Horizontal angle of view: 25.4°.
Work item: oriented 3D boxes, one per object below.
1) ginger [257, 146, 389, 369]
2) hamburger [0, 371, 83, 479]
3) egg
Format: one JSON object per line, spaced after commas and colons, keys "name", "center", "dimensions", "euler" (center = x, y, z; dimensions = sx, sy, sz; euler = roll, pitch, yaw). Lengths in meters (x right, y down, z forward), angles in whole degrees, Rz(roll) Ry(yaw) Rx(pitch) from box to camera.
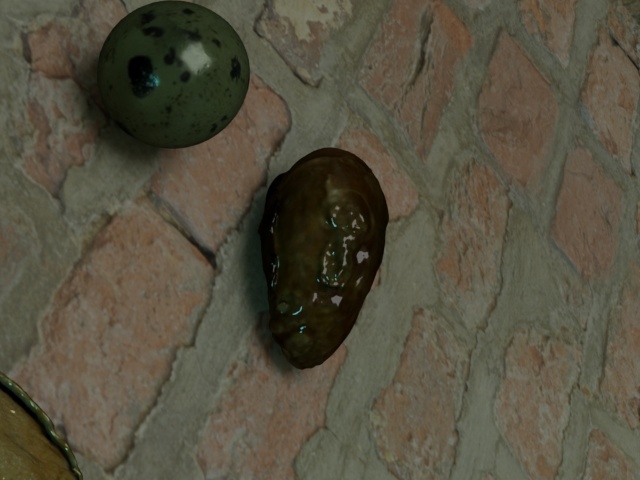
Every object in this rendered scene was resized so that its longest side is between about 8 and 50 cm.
{"name": "ginger", "center": [0.000, 0.000, 1.810], "dimensions": [0.165, 0.172, 0.321], "euler": [12, 51, 1]}
{"name": "hamburger", "center": [-0.326, 0.225, 1.271], "dimensions": [0.286, 0.146, 0.243], "euler": [20, 47, -35]}
{"name": "egg", "center": [-0.171, -0.202, 1.716], "dimensions": [0.177, 0.177, 0.228], "euler": [61, 22, -1]}
